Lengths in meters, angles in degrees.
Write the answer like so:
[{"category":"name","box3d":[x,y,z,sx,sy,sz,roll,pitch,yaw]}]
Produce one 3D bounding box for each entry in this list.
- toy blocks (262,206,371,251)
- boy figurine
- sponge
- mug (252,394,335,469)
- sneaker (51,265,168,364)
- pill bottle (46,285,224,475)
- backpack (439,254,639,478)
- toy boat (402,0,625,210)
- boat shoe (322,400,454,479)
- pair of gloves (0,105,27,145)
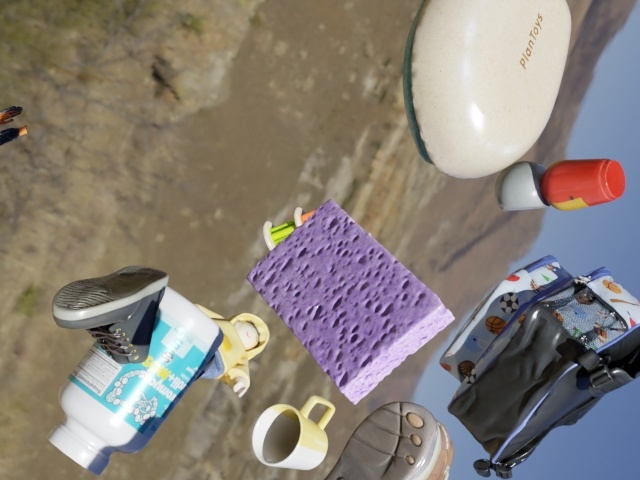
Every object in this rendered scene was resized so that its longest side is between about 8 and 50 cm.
[{"category":"toy blocks","box3d":[0.000,0.000,1.553,0.054,0.148,0.123,48,27,-50]},{"category":"boy figurine","box3d":[-0.166,0.180,1.902,0.092,0.177,0.285,-37,167,16]},{"category":"sponge","box3d":[0.021,0.051,1.055,0.117,0.210,0.031,-42,130,-2]},{"category":"mug","box3d":[-0.019,0.198,1.141,0.078,0.064,0.062,-28,-127,26]},{"category":"sneaker","box3d":[-0.259,0.109,1.423,0.222,0.083,0.118,-20,121,-67]},{"category":"pill bottle","box3d":[-0.265,0.195,1.599,0.264,0.146,0.146,-54,174,-11]},{"category":"backpack","box3d":[0.309,0.149,1.518,0.263,0.213,0.276,-11,149,-42]},{"category":"toy boat","box3d":[0.187,-0.137,1.189,0.148,0.318,0.267,-5,-133,44]},{"category":"boat shoe","box3d":[0.035,0.327,1.287,0.324,0.123,0.116,-46,140,7]},{"category":"pair of gloves","box3d":[-0.562,-0.204,2.041,0.074,0.010,0.083,-29,152,-22]}]
